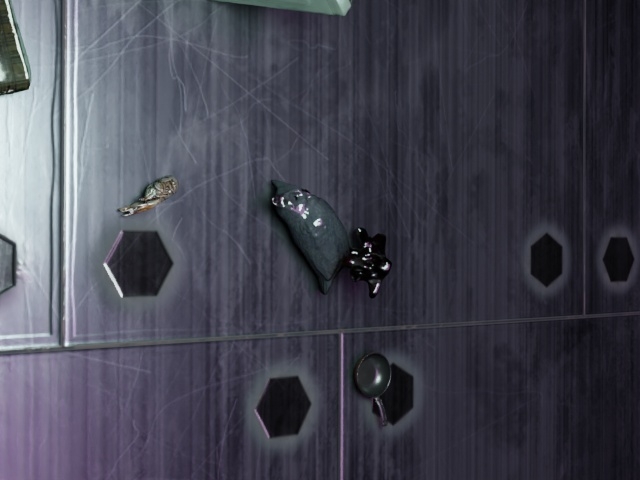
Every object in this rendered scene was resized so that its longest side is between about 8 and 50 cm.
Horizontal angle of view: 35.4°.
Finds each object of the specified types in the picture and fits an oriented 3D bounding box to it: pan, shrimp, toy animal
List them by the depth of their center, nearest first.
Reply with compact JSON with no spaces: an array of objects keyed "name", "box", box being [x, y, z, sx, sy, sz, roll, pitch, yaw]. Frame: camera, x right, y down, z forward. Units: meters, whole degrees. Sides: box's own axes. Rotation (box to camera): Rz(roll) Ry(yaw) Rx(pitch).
[{"name":"shrimp","box":[-0.213,-0.056,1.285,0.092,0.038,0.029,-40,112,-30]},{"name":"toy animal","box":[-0.005,0.000,1.434,0.210,0.121,0.117,34,114,-15]},{"name":"pan","box":[0.080,0.225,1.515,0.068,0.023,0.115,-15,96,-37]}]

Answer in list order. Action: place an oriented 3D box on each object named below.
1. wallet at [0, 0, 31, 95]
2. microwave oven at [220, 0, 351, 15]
[{"name":"wallet","box":[-0.479,-0.209,1.082,0.317,0.044,0.168,-22,107,-33]},{"name":"microwave oven","box":[-0.077,-0.429,1.205,0.295,0.238,0.181,45,60,-67]}]
